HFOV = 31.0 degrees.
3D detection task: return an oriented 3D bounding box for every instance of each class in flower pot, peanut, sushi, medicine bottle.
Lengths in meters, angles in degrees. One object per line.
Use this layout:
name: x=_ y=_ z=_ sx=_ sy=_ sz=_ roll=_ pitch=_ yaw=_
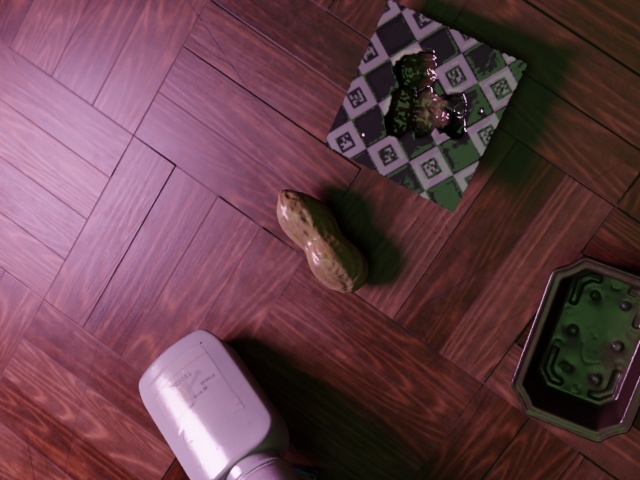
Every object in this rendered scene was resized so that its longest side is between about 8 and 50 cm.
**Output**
flower pot: x=0.386 y=0.144 z=1.629 sx=0.179 sy=0.084 sz=0.251 roll=21 pitch=109 yaw=12
peanut: x=0.000 y=0.000 z=1.719 sx=0.082 sy=0.082 sz=0.187 roll=-34 pitch=91 yaw=21
sushi: x=0.150 y=-0.192 z=1.648 sx=0.219 sy=0.047 sz=0.231 roll=29 pitch=105 yaw=15
medicine bottle: x=-0.145 y=0.285 z=1.748 sx=0.161 sy=0.111 sz=0.296 roll=-42 pitch=56 yaw=2

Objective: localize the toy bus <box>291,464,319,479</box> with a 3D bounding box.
toy bus: x=-0.077 y=0.505 z=1.815 sx=0.133 sy=0.165 sz=0.276 roll=3 pitch=104 yaw=16
